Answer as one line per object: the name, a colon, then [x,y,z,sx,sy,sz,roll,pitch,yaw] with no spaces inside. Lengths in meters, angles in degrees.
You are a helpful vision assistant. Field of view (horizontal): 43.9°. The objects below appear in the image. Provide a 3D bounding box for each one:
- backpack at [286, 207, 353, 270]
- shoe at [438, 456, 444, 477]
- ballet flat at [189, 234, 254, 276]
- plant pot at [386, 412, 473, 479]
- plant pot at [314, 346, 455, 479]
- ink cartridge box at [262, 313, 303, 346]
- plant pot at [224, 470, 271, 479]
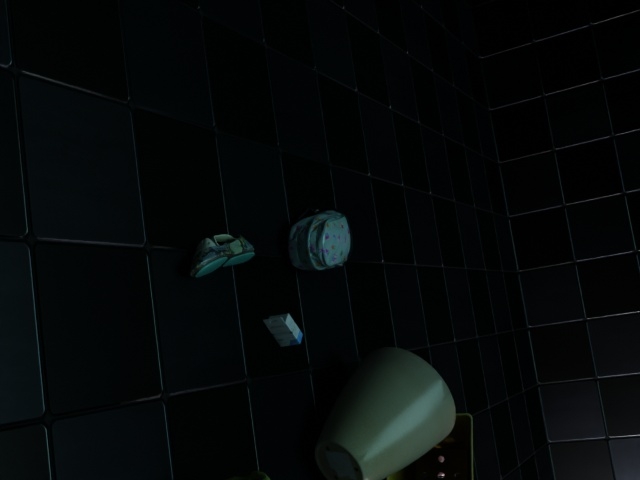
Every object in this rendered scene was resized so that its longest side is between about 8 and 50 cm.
backpack: [0.000,0.000,1.780,0.182,0.115,0.152,-16,96,-60]
shoe: [0.373,0.646,2.294,0.178,0.063,0.081,25,58,-51]
ballet flat: [-0.194,0.023,1.470,0.188,0.070,0.070,-14,92,-65]
plant pot: [0.294,0.576,2.031,0.187,0.212,0.212,61,29,-55]
plant pot: [0.117,0.410,1.733,0.274,0.256,0.257,-33,110,-45]
ink cartridge box: [-0.077,0.178,1.628,0.083,0.048,0.028,59,32,-33]
plant pot: [-0.097,0.520,1.257,0.254,0.276,0.276,60,30,-10]
